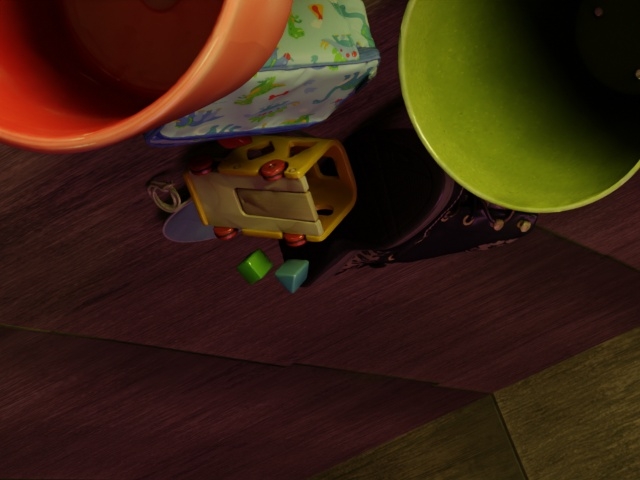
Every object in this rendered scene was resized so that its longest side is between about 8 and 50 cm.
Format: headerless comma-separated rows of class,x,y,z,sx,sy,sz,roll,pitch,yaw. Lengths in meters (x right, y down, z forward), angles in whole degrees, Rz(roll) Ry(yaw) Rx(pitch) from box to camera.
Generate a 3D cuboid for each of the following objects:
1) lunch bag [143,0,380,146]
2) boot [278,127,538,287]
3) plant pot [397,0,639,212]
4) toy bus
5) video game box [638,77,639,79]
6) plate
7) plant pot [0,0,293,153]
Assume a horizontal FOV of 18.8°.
lunch bag,-0.064,-0.160,1.846,0.219,0.090,0.176,-8,162,-34
boot,0.142,-0.052,2.349,0.284,0.138,0.377,-10,164,-30
plant pot,0.262,-0.192,1.909,0.275,0.275,0.293,-31,177,32
toy bus,-0.060,-0.064,2.112,0.104,0.202,0.191,-47,176,-40
video game box,0.400,-0.153,2.510,0.205,0.048,0.187,-10,158,-33
plate,-0.099,-0.048,2.270,0.188,0.024,0.188,-19,165,-6
plant pot,-0.144,-0.194,1.366,0.275,0.275,0.243,-25,174,14
